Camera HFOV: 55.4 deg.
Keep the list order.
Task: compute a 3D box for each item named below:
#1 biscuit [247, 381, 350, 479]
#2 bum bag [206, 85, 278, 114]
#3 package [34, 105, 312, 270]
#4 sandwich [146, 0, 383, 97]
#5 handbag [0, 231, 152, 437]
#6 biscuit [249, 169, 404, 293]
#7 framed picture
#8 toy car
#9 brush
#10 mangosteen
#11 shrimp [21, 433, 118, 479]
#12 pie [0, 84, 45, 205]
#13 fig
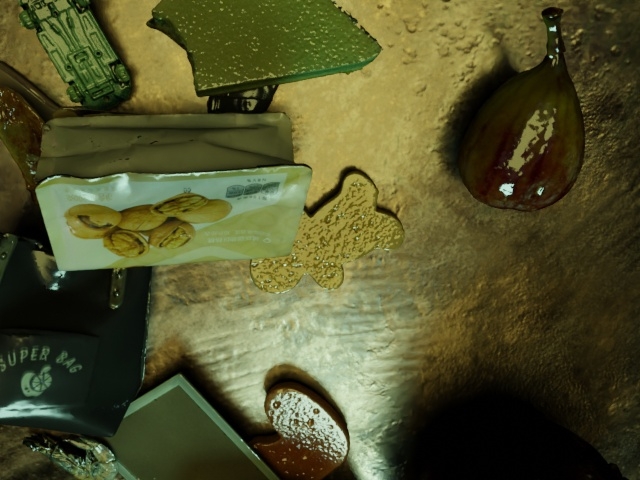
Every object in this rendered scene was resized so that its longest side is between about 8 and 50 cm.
[{"bbox_3d":[-0.056,0.336,1.027,0.192,0.036,0.186,-40,107,11],"label":"biscuit"},{"bbox_3d":[-0.117,-0.177,0.858,0.087,0.049,0.197,20,103,-2],"label":"bum bag"},{"bbox_3d":[-0.187,-0.080,0.793,0.312,0.164,0.221,-4,149,-15],"label":"package"},{"bbox_3d":[-0.080,-0.258,0.798,0.245,0.063,0.212,44,89,-4],"label":"sandwich"},{"bbox_3d":[-0.393,0.130,0.856,0.343,0.152,0.287,13,99,-38],"label":"handbag"},{"bbox_3d":[0.000,0.000,0.927,0.241,0.035,0.158,-28,105,5],"label":"biscuit"},{"bbox_3d":[-0.221,0.369,1.017,0.231,0.018,0.293,-32,106,17],"label":"framed picture"},{"bbox_3d":[-0.321,-0.265,0.810,0.094,0.058,0.186,-23,119,3],"label":"toy car"},{"bbox_3d":[-0.344,-0.153,0.843,0.313,0.067,0.072,32,104,-11],"label":"brush"},{"bbox_3d":[0.275,0.472,0.934,0.435,0.382,0.382,-35,107,23],"label":"mangosteen"},{"bbox_3d":[-0.407,0.348,1.007,0.161,0.034,0.091,31,110,-11],"label":"shrimp"},{"bbox_3d":[-0.398,-0.131,0.836,0.088,0.033,0.191,4,128,22],"label":"pie"},{"bbox_3d":[0.284,-0.174,0.826,0.170,0.145,0.274,2,122,-5],"label":"fig"}]
